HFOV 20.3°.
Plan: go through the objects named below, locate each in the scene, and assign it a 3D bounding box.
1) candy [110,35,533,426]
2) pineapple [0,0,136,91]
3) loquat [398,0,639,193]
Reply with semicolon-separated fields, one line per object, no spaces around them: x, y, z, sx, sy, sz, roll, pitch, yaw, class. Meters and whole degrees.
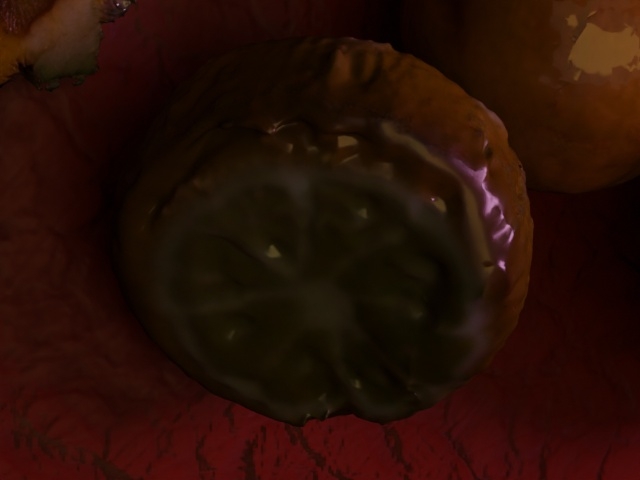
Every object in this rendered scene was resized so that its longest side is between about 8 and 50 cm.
0.000;0.000;1.081;0.259;0.118;0.260;5;124;8;candy
-0.180;-0.176;1.044;0.250;0.140;0.164;-48;158;7;pineapple
0.152;-0.131;1.136;0.208;0.208;0.208;-5;102;-24;loquat
